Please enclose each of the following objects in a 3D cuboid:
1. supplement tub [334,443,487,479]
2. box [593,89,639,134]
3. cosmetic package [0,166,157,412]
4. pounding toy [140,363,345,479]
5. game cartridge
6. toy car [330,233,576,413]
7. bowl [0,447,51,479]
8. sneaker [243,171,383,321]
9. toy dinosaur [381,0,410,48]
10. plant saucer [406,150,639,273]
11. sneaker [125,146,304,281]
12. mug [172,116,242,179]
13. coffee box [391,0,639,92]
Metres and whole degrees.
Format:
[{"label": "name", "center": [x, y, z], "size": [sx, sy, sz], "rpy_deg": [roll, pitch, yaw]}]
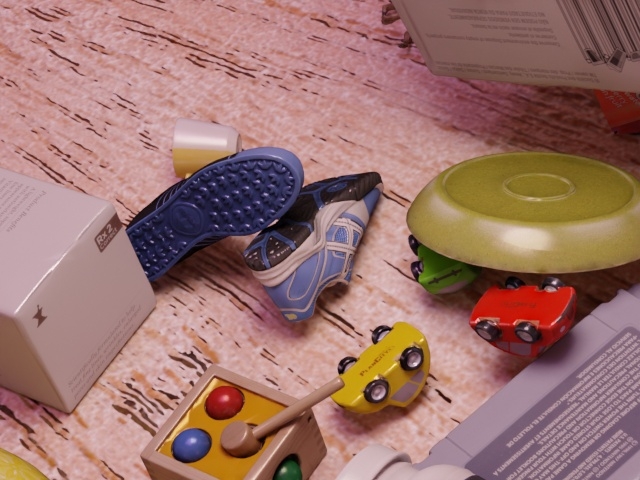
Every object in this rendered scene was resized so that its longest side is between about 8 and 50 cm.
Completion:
[{"label": "supplement tub", "center": [0.124, 0.279, 1.275], "size": [0.272, 0.191, 0.191], "rpy_deg": [24, 58, 19]}, {"label": "box", "center": [0.361, -0.264, 1.754], "size": [0.142, 0.154, 0.300], "rpy_deg": [-3, 45, 30]}, {"label": "cosmetic package", "center": [-0.286, 0.041, 1.677], "size": [0.184, 0.151, 0.151], "rpy_deg": [18, 56, 30]}, {"label": "pounding toy", "center": [-0.060, 0.173, 1.522], "size": [0.141, 0.100, 0.130], "rpy_deg": [19, 56, 31]}, {"label": "game cartridge", "center": [0.233, 0.174, 1.468], "size": [0.297, 0.062, 0.198], "rpy_deg": [-37, 53, -18]}, {"label": "toy car", "center": [0.122, 0.054, 1.596], "size": [0.239, 0.053, 0.225], "rpy_deg": [-23, 34, 19]}, {"label": "bowl", "center": [-0.351, 0.265, 1.486], "size": [0.289, 0.156, 0.289], "rpy_deg": [-9, 46, 9]}, {"label": "sneaker", "center": [0.000, 0.000, 1.689], "size": [0.080, 0.081, 0.211], "rpy_deg": [-7, 25, 38]}, {"label": "toy dinosaur", "center": [0.114, -0.259, 1.919], "size": [0.093, 0.053, 0.183], "rpy_deg": [6, 56, 1]}, {"label": "plant saucer", "center": [0.198, -0.034, 1.610], "size": [0.241, 0.037, 0.241], "rpy_deg": [-1, 23, 0]}, {"label": "sneaker", "center": [-0.101, -0.039, 1.692], "size": [0.232, 0.081, 0.090], "rpy_deg": [-25, 16, 32]}, {"label": "mug", "center": [-0.115, -0.087, 1.821], "size": [0.064, 0.078, 0.062], "rpy_deg": [2, 16, 7]}, {"label": "coffee box", "center": [0.238, -0.366, 1.542], "size": [0.338, 0.338, 0.334], "rpy_deg": [11, 55, 44]}]
